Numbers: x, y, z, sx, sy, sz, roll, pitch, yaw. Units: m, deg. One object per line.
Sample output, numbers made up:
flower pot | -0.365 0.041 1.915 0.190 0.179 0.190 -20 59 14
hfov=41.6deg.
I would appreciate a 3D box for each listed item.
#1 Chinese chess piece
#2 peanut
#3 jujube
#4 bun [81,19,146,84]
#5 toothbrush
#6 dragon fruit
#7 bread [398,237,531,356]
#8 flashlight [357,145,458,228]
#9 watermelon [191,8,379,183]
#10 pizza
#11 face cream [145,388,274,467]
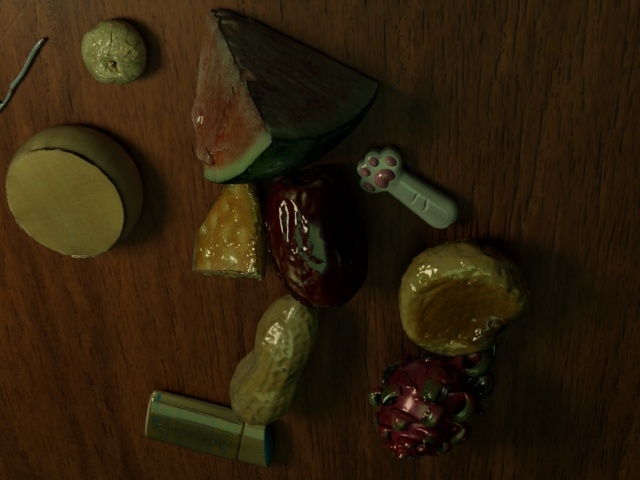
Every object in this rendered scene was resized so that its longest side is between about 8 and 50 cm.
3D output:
Chinese chess piece | -0.449 -0.088 1.540 0.250 0.103 0.250 5 123 7
peanut | -0.083 0.231 1.651 0.149 0.149 0.313 19 121 -2
jujube | 0.000 0.000 1.473 0.183 0.183 0.243 -4 114 12
bun | -0.348 -0.310 1.405 0.115 0.069 0.115 5 121 8
toothbrush | -0.533 -0.289 1.483 0.019 0.013 0.193 44 119 -7
dragon fruit | 0.229 0.301 1.603 0.273 0.218 0.198 -22 80 16
bread | 0.257 0.095 1.516 0.244 0.134 0.244 4 125 6
flashlight | 0.155 -0.086 1.469 0.200 0.047 0.093 34 120 -11
watermelon | -0.071 -0.224 1.391 0.250 0.292 0.283 8 163 -42
pizza | -0.151 -0.023 1.537 0.080 0.204 0.188 10 168 -40
face cream | -0.235 0.412 1.832 0.285 0.067 0.139 15 125 1
